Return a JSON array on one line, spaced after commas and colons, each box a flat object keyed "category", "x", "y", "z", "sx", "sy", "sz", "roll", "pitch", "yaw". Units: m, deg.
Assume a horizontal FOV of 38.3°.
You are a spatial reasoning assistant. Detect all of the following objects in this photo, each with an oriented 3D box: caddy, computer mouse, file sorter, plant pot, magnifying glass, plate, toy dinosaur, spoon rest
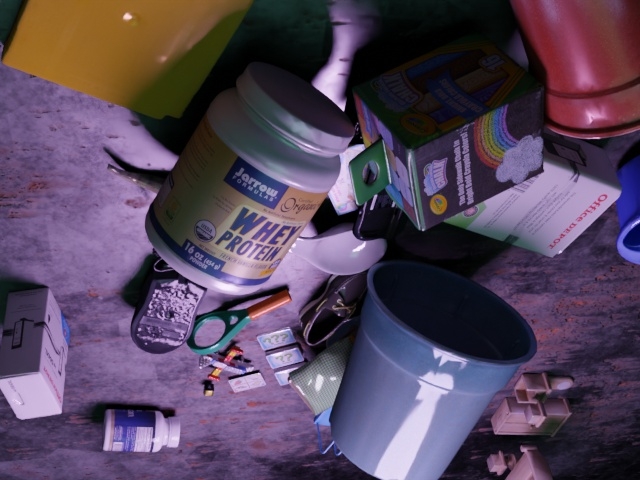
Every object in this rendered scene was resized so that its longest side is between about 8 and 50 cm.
[{"category": "caddy", "x": 0.695, "y": -0.062, "z": 1.654, "sx": 0.341, "sy": 0.179, "sz": 0.241, "roll": -24, "pitch": 143, "yaw": 30}, {"category": "computer mouse", "x": -0.281, "y": 0.106, "z": 1.796, "sx": 0.188, "sy": 0.072, "sz": 0.272, "roll": 19, "pitch": 119, "yaw": -25}, {"category": "file sorter", "x": 0.089, "y": 0.455, "z": 2.218, "sx": 0.170, "sy": 0.104, "sz": 0.118, "roll": 13, "pitch": 134, "yaw": -22}, {"category": "plant pot", "x": 0.187, "y": 0.265, "z": 1.776, "sx": 0.341, "sy": 0.341, "sz": 0.334, "roll": 13, "pitch": 115, "yaw": -23}, {"category": "magnifying glass", "x": -0.166, "y": 0.160, "z": 1.868, "sx": 0.231, "sy": 0.092, "sz": 0.026, "roll": -27, "pitch": 133, "yaw": 4}, {"category": "plant pot", "x": 0.387, "y": -0.332, "z": 1.293, "sx": 0.272, "sy": 0.272, "sz": 0.265, "roll": -24, "pitch": 129, "yaw": 16}, {"category": "plate", "x": 0.104, "y": 0.208, "z": 2.005, "sx": 0.188, "sy": 0.024, "sz": 0.188, "roll": -6, "pitch": 138, "yaw": -5}, {"category": "toy dinosaur", "x": -0.248, "y": -0.064, "z": 1.612, "sx": 0.268, "sy": 0.064, "sz": 0.118, "roll": 10, "pitch": 121, "yaw": -20}, {"category": "spoon rest", "x": 0.000, "y": 0.000, "z": 1.709, "sx": 0.276, "sy": 0.084, "sz": 0.137, "roll": 20, "pitch": 131, "yaw": -28}]

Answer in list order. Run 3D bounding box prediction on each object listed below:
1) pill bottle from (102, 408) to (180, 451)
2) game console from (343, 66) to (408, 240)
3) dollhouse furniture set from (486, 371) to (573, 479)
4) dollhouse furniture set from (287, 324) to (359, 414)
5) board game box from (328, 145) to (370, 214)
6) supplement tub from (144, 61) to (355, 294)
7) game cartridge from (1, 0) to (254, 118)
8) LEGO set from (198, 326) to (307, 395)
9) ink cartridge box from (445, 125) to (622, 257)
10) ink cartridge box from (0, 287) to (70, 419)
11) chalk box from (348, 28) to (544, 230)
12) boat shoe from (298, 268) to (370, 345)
[{"category": "pill bottle", "x": -0.411, "y": 0.437, "z": 2.115, "sx": 0.169, "sy": 0.094, "sz": 0.094, "roll": 6, "pitch": 136, "yaw": -16}, {"category": "game console", "x": 0.122, "y": -0.136, "z": 1.576, "sx": 0.213, "sy": 0.044, "sz": 0.361, "roll": -2, "pitch": 133, "yaw": -18}, {"category": "dollhouse furniture set", "x": 0.555, "y": 0.547, "z": 2.216, "sx": 0.174, "sy": 0.355, "sz": 0.303, "roll": 3, "pitch": 136, "yaw": -15}, {"category": "dollhouse furniture set", "x": 0.094, "y": 0.349, "z": 1.981, "sx": 0.197, "sy": 0.151, "sz": 0.301, "roll": -39, "pitch": 135, "yaw": -5}, {"category": "board game box", "x": 0.055, "y": -0.116, "z": 1.631, "sx": 0.103, "sy": 0.026, "sz": 0.154, "roll": -17, "pitch": 138, "yaw": 9}, {"category": "supplement tub", "x": -0.110, "y": -0.096, "z": 1.448, "sx": 0.228, "sy": 0.228, "sz": 0.316, "roll": 21, "pitch": 117, "yaw": -30}, {"category": "game cartridge", "x": -0.268, "y": -0.331, "z": 1.322, "sx": 0.285, "sy": 0.052, "sz": 0.323, "roll": 18, "pitch": 134, "yaw": -27}, {"category": "LEGO set", "x": -0.157, "y": 0.288, "z": 2.025, "sx": 0.244, "sy": 0.060, "sz": 0.182, "roll": -14, "pitch": 135, "yaw": 6}, {"category": "ink cartridge box", "x": 0.359, "y": -0.100, "z": 1.637, "sx": 0.273, "sy": 0.115, "sz": 0.198, "roll": 17, "pitch": 133, "yaw": -26}, {"category": "ink cartridge box", "x": -0.545, "y": 0.216, "z": 1.762, "sx": 0.086, "sy": 0.203, "sz": 0.148, "roll": -8, "pitch": 139, "yaw": -1}, {"category": "chalk box", "x": 0.167, "y": -0.154, "z": 1.388, "sx": 0.289, "sy": 0.179, "sz": 0.180, "roll": -25, "pitch": 137, "yaw": -10}, {"category": "boat shoe", "x": 0.037, "y": 0.130, "z": 1.871, "sx": 0.081, "sy": 0.068, "sz": 0.228, "roll": 19, "pitch": 132, "yaw": -28}]
